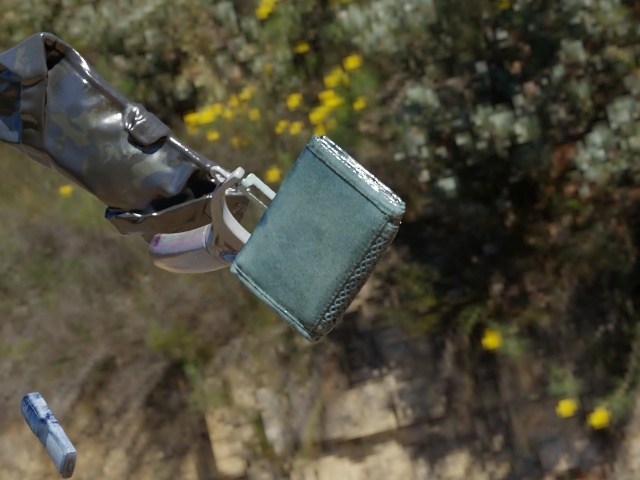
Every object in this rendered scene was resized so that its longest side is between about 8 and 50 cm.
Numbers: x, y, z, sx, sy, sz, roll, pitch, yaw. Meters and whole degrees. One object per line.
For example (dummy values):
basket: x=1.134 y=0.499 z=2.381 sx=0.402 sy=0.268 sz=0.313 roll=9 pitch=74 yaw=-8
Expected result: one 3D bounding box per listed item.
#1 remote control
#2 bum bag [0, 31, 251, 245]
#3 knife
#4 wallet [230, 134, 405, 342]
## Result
remote control: x=-0.356 y=0.250 z=1.929 sx=0.027 sy=0.043 sz=0.152 roll=4 pitch=26 yaw=-37
bum bag: x=-0.220 y=-0.092 z=1.568 sx=0.137 sy=0.310 sz=0.074 roll=-49 pitch=9 yaw=23
knife: x=-0.110 y=-0.003 z=1.384 sx=0.053 sy=0.123 sz=0.278 roll=-53 pitch=18 yaw=-25
wallet: x=0.000 y=0.000 z=1.028 sx=0.129 sy=0.088 sz=0.026 roll=-57 pitch=-16 yaw=28
